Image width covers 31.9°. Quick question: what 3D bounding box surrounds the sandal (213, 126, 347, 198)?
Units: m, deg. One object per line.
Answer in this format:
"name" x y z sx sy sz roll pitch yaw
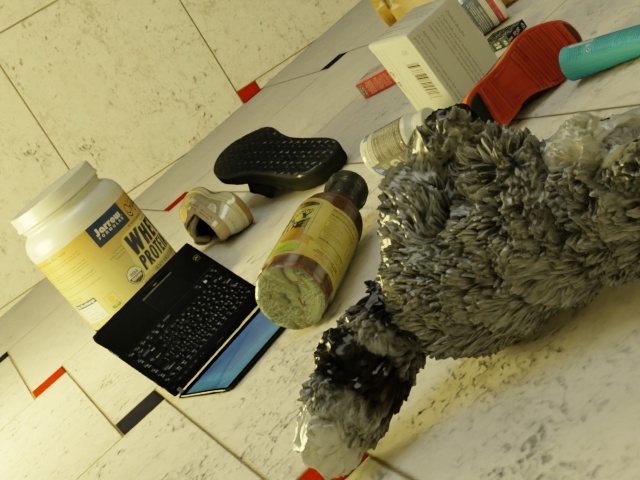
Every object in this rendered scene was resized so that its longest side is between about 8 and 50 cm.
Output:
"sandal" -0.091 -0.145 2.366 0.167 0.107 0.446 -42 28 -17

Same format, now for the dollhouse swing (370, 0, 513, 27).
"dollhouse swing" 0.337 -0.553 2.606 0.347 0.305 0.315 -36 -27 13

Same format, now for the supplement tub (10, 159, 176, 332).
"supplement tub" -0.439 0.020 2.233 0.228 0.316 0.228 -36 15 11

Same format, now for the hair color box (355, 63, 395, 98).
"hair color box" 0.153 -0.381 2.560 0.141 0.043 0.072 -20 23 47

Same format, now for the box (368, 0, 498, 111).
"box" 0.206 -0.312 1.950 0.119 0.181 0.182 -41 14 -11

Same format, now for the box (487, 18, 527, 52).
"box" 0.350 -0.390 2.160 0.083 0.018 0.067 -19 25 53

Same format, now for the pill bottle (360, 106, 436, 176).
"pill bottle" 0.140 -0.166 1.877 0.137 0.078 0.078 -26 19 41

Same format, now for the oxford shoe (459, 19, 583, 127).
"oxford shoe" 0.296 -0.246 1.722 0.271 0.097 0.098 -38 0 -23

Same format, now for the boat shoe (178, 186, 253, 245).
"boat shoe" -0.247 -0.044 2.392 0.098 0.109 0.302 -43 21 -20

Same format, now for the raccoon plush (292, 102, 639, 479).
"raccoon plush" 0.189 0.066 1.021 0.299 0.216 0.446 22 90 58

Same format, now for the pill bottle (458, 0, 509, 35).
"pill bottle" 0.290 -0.454 2.325 0.180 0.108 0.108 -36 15 10

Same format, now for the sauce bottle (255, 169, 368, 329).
"sauce bottle" 0.000 0.000 1.655 0.111 0.111 0.344 -31 15 27

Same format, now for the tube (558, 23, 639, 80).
"tube" 0.434 -0.278 1.574 0.207 0.052 0.080 -14 33 47

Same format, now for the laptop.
"laptop" -0.172 0.107 1.685 0.234 0.264 0.136 -47 -20 -32

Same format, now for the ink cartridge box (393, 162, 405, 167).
"ink cartridge box" 0.190 -0.099 1.670 0.179 0.045 0.145 -17 18 10
